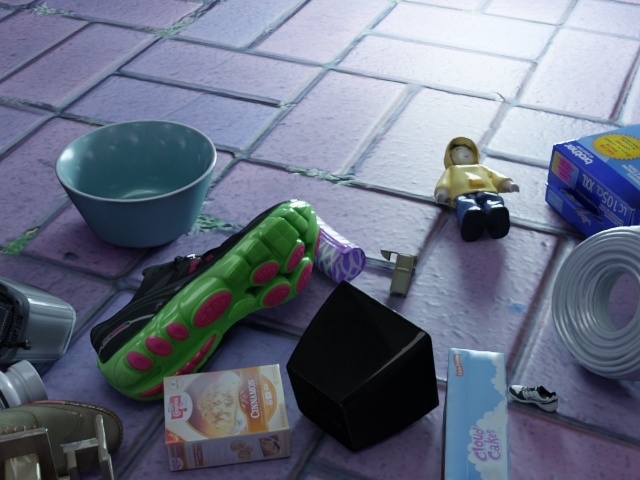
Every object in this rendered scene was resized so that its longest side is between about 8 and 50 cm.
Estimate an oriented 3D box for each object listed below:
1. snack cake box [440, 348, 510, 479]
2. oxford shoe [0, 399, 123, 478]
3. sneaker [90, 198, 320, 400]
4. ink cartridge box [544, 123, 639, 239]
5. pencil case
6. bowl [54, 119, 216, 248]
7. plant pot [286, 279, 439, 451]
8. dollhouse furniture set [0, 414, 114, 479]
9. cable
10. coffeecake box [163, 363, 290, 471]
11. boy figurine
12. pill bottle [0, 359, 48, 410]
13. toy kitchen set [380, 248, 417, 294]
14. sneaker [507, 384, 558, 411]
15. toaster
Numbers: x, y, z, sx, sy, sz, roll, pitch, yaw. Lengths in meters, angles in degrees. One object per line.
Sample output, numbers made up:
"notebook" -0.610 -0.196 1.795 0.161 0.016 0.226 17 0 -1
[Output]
"snack cake box" 0.220 0.300 1.389 0.089 0.152 0.264 4 37 6
"oxford shoe" -0.445 0.296 1.367 0.348 0.123 0.130 -4 -5 -24
"sneaker" -0.193 0.065 1.659 0.482 0.185 0.202 -36 44 -28
"ink cartridge box" 0.641 -0.101 1.944 0.395 0.151 0.270 -16 39 -18
"pencil case" 0.000 0.000 1.856 0.086 0.088 0.206 -26 44 -28
"bowl" -0.359 -0.098 1.929 0.311 0.163 0.311 0 37 0
"plant pot" 0.056 0.209 1.502 0.187 0.188 0.167 31 58 35
"dollhouse furniture set" -0.382 0.327 1.280 0.212 0.242 0.161 -10 37 -13
"cable" 0.500 0.099 1.585 0.089 0.257 0.257 12 34 -34
"coffeecake box" -0.147 0.273 1.500 0.185 0.068 0.142 -6 37 -7
"boy figurine" 0.322 -0.114 2.010 0.177 0.092 0.285 -4 39 -1
"pill bottle" -0.524 0.263 1.482 0.193 0.108 0.108 -28 44 -33
"toy kitchen set" 0.140 0.059 1.823 0.068 0.075 0.083 12 -2 11
"sneaker" 0.344 0.245 1.561 0.083 0.037 0.032 15 41 22
"toaster" -0.512 0.131 1.606 0.227 0.129 0.146 17 0 27
